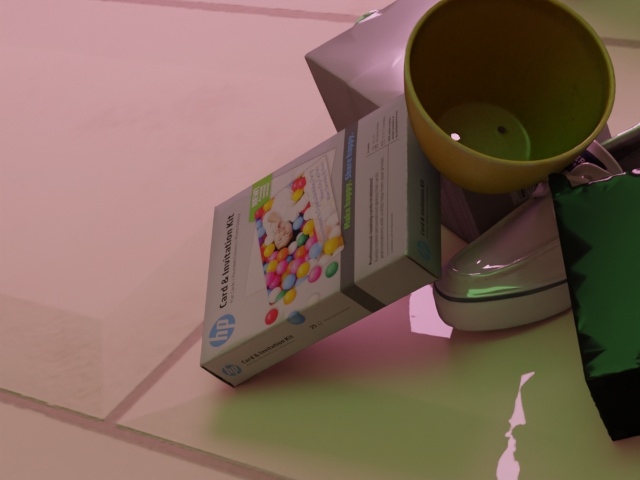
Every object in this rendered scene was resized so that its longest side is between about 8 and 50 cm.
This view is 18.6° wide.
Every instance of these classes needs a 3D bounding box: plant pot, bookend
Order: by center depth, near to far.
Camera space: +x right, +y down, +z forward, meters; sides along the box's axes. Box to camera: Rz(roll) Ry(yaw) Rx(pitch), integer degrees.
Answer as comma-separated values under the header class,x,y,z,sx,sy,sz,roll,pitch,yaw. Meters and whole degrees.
class,x,y,z,sx,sy,sz,roll,pitch,yaw
bookend,0.228,0.020,1.164,0.156,0.072,0.157,-16,50,12
plant pot,0.112,-0.082,1.255,0.134,0.095,0.134,4,61,-6

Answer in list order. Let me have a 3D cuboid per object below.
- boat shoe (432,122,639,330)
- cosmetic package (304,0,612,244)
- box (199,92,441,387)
class,x,y,z,sx,sy,sz,roll,pitch,yaw
boat shoe,0.183,-0.031,1.298,0.258,0.084,0.095,-29,32,-10
cosmetic package,0.100,-0.095,1.434,0.127,0.107,0.238,-30,30,-10
box,0.000,0.000,1.320,0.186,0.038,0.145,-30,41,34
